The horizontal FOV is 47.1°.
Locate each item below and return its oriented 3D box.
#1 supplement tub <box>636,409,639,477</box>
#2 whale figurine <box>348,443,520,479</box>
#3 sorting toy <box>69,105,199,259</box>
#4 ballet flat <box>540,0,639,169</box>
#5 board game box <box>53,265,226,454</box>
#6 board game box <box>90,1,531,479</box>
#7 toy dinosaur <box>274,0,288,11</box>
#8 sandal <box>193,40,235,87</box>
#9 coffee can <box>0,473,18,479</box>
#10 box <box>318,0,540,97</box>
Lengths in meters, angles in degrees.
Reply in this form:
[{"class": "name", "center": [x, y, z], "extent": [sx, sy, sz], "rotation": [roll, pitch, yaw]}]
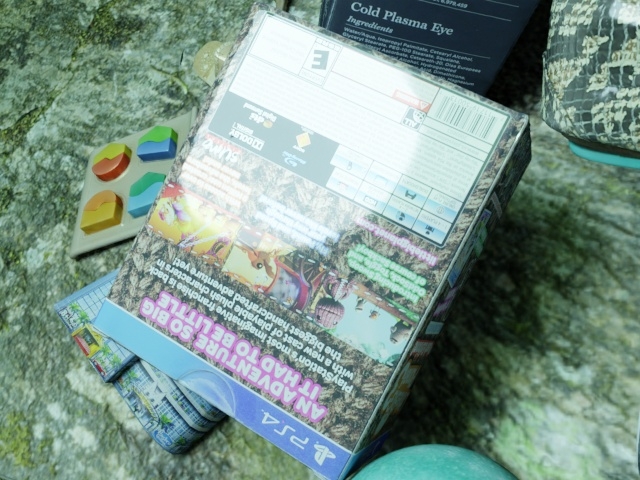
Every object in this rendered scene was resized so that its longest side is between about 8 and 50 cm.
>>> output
[{"class": "supplement tub", "center": [0.350, 0.109, 0.340], "extent": [0.338, 0.207, 0.207], "rotation": [22, 73, 41]}, {"class": "whale figurine", "center": [0.099, 0.248, 0.456], "extent": [0.216, 0.141, 0.272], "rotation": [-44, 46, -1]}, {"class": "sorting toy", "center": [-0.258, -0.084, 1.005], "extent": [0.208, 0.038, 0.193], "rotation": [-20, 50, 22]}, {"class": "ballet flat", "center": [0.298, -0.080, 0.292], "extent": [0.164, 0.182, 0.482], "rotation": [-29, 36, -30]}, {"class": "board game box", "center": [-0.134, 0.077, 0.736], "extent": [0.194, 0.060, 0.194], "rotation": [-42, 73, 3]}, {"class": "board game box", "center": [0.000, 0.000, 0.598], "extent": [0.232, 0.141, 0.291], "rotation": [29, 92, 18]}, {"class": "toy dinosaur", "center": [-0.054, -0.364, 1.067], "extent": [0.112, 0.064, 0.212], "rotation": [-45, 40, 46]}, {"class": "sandal", "center": [-0.121, -0.231, 0.983], "extent": [0.240, 0.079, 0.088], "rotation": [35, 90, 44]}, {"class": "coffee can", "center": [-0.306, 0.290, 0.604], "extent": [0.201, 0.275, 0.202], "rotation": [-17, 51, 23]}, {"class": "box", "center": [0.117, -0.342, 0.723], "extent": [0.178, 0.312, 0.343], "rotation": [11, 59, -6]}]
